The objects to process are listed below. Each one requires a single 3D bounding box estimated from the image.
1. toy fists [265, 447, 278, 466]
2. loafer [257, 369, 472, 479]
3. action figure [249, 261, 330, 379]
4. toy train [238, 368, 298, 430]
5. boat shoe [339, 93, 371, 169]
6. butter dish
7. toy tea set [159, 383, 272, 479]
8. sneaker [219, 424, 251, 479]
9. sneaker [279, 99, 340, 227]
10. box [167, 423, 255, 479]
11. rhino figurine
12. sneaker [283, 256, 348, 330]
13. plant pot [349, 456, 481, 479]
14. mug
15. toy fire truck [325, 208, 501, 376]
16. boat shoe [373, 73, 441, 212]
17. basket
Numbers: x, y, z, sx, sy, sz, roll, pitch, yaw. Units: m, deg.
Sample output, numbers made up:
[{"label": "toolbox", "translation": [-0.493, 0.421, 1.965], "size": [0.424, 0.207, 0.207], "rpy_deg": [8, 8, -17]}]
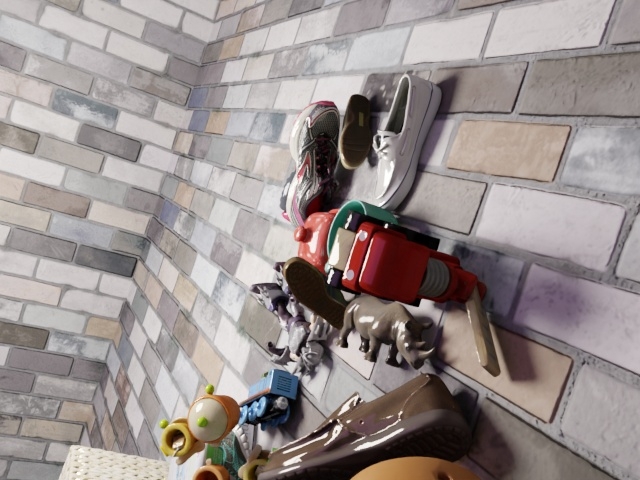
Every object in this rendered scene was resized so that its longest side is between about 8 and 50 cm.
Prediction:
[{"label": "toy fists", "translation": [-0.033, 0.465, 1.172], "size": [0.279, 0.096, 0.142], "rpy_deg": [-16, 46, 58]}, {"label": "loafer", "translation": [0.063, 0.312, 1.008], "size": [0.365, 0.134, 0.130], "rpy_deg": [-27, 33, 24]}, {"label": "action figure", "translation": [-0.059, 0.169, 1.390], "size": [0.185, 0.099, 0.285], "rpy_deg": [-56, 35, 20]}, {"label": "toy train", "translation": [-0.115, 0.346, 1.417], "size": [0.184, 0.080, 0.105], "rpy_deg": [-39, 34, 52]}, {"label": "boat shoe", "translation": [0.071, -0.223, 1.415], "size": [0.072, 0.068, 0.190], "rpy_deg": [127, 158, -57]}, {"label": "butter dish", "translation": [0.000, 0.000, 1.348], "size": [0.160, 0.118, 0.160], "rpy_deg": [6, 80, 62]}, {"label": "toy tea set", "translation": [-0.196, 0.463, 1.316], "size": [0.200, 0.124, 0.336], "rpy_deg": [-43, 76, 8]}, {"label": "sneaker", "translation": [-0.180, 0.486, 1.409], "size": [0.167, 0.076, 0.065], "rpy_deg": [64, 157, 21]}, {"label": "sneaker", "translation": [-0.002, -0.160, 1.447], "size": [0.112, 0.120, 0.299], "rpy_deg": [40, 128, 48]}, {"label": "box", "translation": [-0.257, 0.553, 1.510], "size": [0.231, 0.126, 0.262], "rpy_deg": [-36, 44, 52]}, {"label": "rhino figurine", "translation": [0.112, 0.155, 1.103], "size": [0.243, 0.073, 0.106], "rpy_deg": [11, 87, 61]}, {"label": "sneaker", "translation": [-0.011, 0.090, 1.255], "size": [0.064, 0.192, 0.086], "rpy_deg": [-40, 28, 6]}, {"label": "plant pot", "translation": [0.117, 0.399, 0.766], "size": [0.291, 0.290, 0.203], "rpy_deg": [-56, 15, 29]}, {"label": "mug", "translation": [0.080, 0.003, 1.220], "size": [0.157, 0.097, 0.130], "rpy_deg": [-28, 52, 55]}, {"label": "toy fire truck", "translation": [0.153, 0.073, 0.944], "size": [0.246, 0.217, 0.159], "rpy_deg": [21, 94, 48]}, {"label": "boat shoe", "translation": [0.139, -0.183, 1.228], "size": [0.095, 0.084, 0.258], "rpy_deg": [21, 93, 62]}, {"label": "basket", "translation": [-0.554, 0.762, 1.735], "size": [0.329, 0.331, 0.266], "rpy_deg": [-67, 22, 11]}]
